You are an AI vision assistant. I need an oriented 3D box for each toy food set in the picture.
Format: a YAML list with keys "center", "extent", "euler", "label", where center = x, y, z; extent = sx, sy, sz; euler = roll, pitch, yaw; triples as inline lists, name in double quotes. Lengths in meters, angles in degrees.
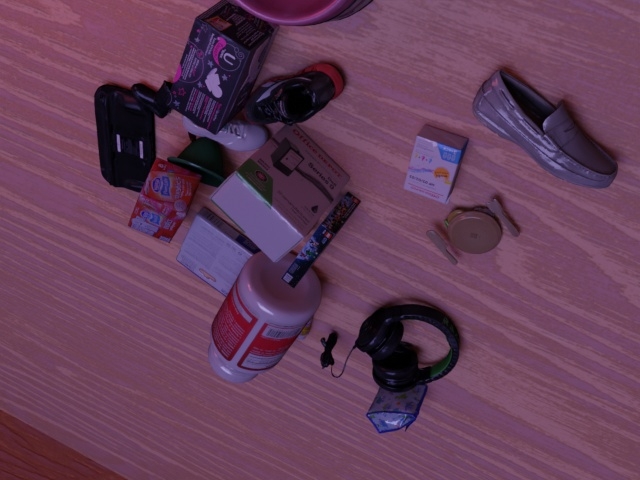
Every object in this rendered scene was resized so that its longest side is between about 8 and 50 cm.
- center: [0.355, -0.026, 1.659]
  extent: [0.192, 0.038, 0.132]
  euler: [-28, 114, 35]
  label: "toy food set"

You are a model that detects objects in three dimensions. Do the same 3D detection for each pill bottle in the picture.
- center: [-0.174, 0.229, 2.008]
  extent: [0.229, 0.229, 0.408]
  euler: [35, 133, 1]
  label: "pill bottle"
- center: [-0.051, 0.251, 2.080]
  extent: [0.043, 0.043, 0.083]
  euler: [23, 132, 13]
  label: "pill bottle"

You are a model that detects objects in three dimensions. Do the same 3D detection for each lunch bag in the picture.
- center: [0.226, 0.470, 2.031]
  extent: [0.151, 0.129, 0.096]
  euler: [-24, 111, 37]
  label: "lunch bag"

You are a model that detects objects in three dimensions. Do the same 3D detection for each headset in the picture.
- center: [0.181, 0.281, 1.942]
  extent: [0.394, 0.185, 0.243]
  euler: [-17, 119, 20]
  label: "headset"

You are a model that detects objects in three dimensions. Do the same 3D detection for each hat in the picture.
- center: [-0.286, -0.256, 1.851]
  extent: [0.173, 0.184, 0.208]
  euler: [20, 170, 6]
  label: "hat"

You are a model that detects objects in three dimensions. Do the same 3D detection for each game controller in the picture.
- center: [-0.533, -0.271, 1.961]
  extent: [0.166, 0.067, 0.319]
  euler: [12, 130, 3]
  label: "game controller"

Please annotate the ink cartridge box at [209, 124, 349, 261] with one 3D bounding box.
- center: [-0.086, -0.122, 1.658]
  extent: [0.211, 0.289, 0.121]
  euler: [44, 130, -7]
  label: "ink cartridge box"

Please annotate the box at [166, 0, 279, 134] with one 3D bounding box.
- center: [-0.219, -0.393, 1.614]
  extent: [0.142, 0.163, 0.247]
  euler: [34, 132, 0]
  label: "box"

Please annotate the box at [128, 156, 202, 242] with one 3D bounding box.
- center: [-0.416, -0.102, 1.897]
  extent: [0.128, 0.123, 0.257]
  euler: [23, 156, -13]
  label: "box"

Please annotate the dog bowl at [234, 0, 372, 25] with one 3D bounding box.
- center: [-0.052, -0.597, 1.363]
  extent: [0.407, 0.150, 0.408]
  euler: [12, 128, 16]
  label: "dog bowl"

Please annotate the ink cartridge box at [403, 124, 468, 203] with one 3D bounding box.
- center: [0.252, -0.154, 1.597]
  extent: [0.104, 0.061, 0.181]
  euler: [21, 132, 14]
  label: "ink cartridge box"

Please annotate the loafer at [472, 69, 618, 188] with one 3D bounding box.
- center: [0.450, -0.217, 1.406]
  extent: [0.319, 0.112, 0.111]
  euler: [33, 141, 4]
  label: "loafer"

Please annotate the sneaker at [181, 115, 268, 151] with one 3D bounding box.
- center: [-0.231, -0.269, 1.724]
  extent: [0.212, 0.094, 0.080]
  euler: [11, 87, -4]
  label: "sneaker"

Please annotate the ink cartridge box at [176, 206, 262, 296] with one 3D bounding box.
- center: [-0.291, 0.044, 2.059]
  extent: [0.223, 0.045, 0.224]
  euler: [37, 134, 1]
  label: "ink cartridge box"

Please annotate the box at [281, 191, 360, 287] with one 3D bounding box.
- center: [0.000, 0.000, 1.786]
  extent: [0.044, 0.159, 0.233]
  euler: [38, 133, 1]
  label: "box"

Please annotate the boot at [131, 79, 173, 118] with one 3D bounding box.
- center: [-0.411, -0.373, 1.816]
  extent: [0.121, 0.045, 0.099]
  euler: [44, 135, -16]
  label: "boot"

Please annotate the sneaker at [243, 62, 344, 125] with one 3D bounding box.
- center: [-0.083, -0.313, 1.617]
  extent: [0.276, 0.135, 0.098]
  euler: [-12, 119, 36]
  label: "sneaker"
